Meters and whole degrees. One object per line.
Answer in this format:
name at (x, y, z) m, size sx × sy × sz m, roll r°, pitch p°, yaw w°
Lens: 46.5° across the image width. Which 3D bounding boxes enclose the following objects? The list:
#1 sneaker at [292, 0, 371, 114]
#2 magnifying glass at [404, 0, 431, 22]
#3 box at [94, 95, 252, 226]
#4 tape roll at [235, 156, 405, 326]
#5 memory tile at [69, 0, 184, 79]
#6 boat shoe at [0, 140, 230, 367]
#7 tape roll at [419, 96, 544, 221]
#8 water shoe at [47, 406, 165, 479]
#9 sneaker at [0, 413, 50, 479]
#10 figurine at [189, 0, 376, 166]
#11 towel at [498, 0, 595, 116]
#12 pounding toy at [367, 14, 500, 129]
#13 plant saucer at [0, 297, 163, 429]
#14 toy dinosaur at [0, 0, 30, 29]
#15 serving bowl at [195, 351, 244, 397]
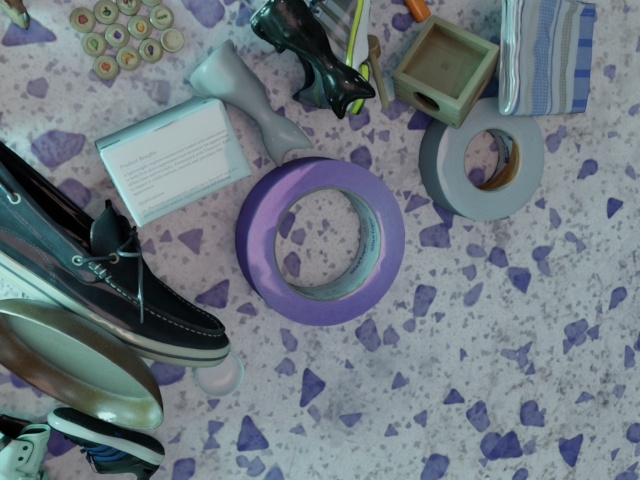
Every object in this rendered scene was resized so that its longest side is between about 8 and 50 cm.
sneaker at (0.010, -0.349, 1.177) m, size 0.121 × 0.111 × 0.300 m, roll -4°, pitch 100°, yaw -14°
magnifying glass at (0.116, -0.469, 1.233) m, size 0.092 × 0.026 × 0.231 m, roll -37°, pitch 110°, yaw -10°
box at (-0.221, -0.123, 1.096) m, size 0.180 × 0.182 × 0.119 m, roll -27°, pitch 110°, yaw -12°
tape roll at (0.000, 0.000, 1.246) m, size 0.274 × 0.090 × 0.275 m, roll -3°, pitch 101°, yaw -18°
memory tile at (-0.290, -0.316, 1.125) m, size 0.148 × 0.012 × 0.113 m, roll -26°, pitch 108°, yaw -13°
boat shoe at (-0.327, 0.026, 1.089) m, size 0.500 × 0.187 × 0.156 m, roll 35°, pitch 93°, yaw -16°
tape roll at (0.289, -0.146, 1.329) m, size 0.219 × 0.072 × 0.219 m, roll -4°, pitch 101°, yaw -18°
water shoe at (-0.351, 0.337, 1.195) m, size 0.203 × 0.073 × 0.080 m, roll 28°, pitch 92°, yaw -21°
sneaker at (-0.437, 0.372, 1.149) m, size 0.256 × 0.094 × 0.151 m, roll 39°, pitch 98°, yaw -19°
figurine at (-0.056, -0.240, 1.136) m, size 0.214 × 0.092 × 0.209 m, roll -36°, pitch 107°, yaw 23°
towel at (0.400, -0.322, 1.296) m, size 0.284 × 0.034 × 0.210 m, roll -10°, pitch 105°, yaw -43°
pounding toy at (0.160, -0.273, 1.244) m, size 0.206 × 0.094 × 0.181 m, roll 31°, pitch 81°, yaw 16°
plant saucer at (-0.356, 0.172, 1.068) m, size 0.310 × 0.310 × 0.050 m, roll 39°, pitch 55°, yaw -21°
toy dinosaur at (-0.485, -0.392, 0.934) m, size 0.127 × 0.295 × 0.200 m, roll -45°, pitch 72°, yaw 19°
serving bowl at (-0.172, 0.222, 1.260) m, size 0.083 × 0.027 × 0.084 m, roll -4°, pitch 102°, yaw -18°
